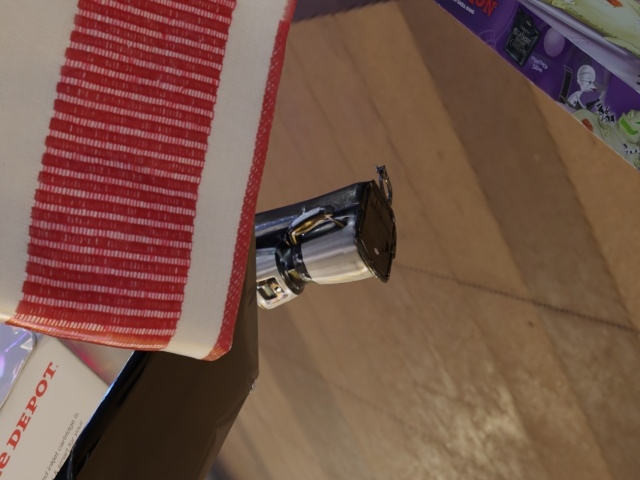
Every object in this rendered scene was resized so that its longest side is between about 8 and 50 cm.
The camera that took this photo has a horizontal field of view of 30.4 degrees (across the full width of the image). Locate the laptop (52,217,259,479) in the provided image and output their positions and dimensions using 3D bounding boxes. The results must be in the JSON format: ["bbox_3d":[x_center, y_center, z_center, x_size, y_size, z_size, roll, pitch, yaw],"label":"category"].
[{"bbox_3d":[-0.139,0.122,0.689,0.264,0.234,0.136,-22,114,33],"label":"laptop"}]

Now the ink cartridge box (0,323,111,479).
[{"bbox_3d":[-0.262,0.210,1.035,0.117,0.201,0.278,12,154,27],"label":"ink cartridge box"}]

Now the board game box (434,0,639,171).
[{"bbox_3d":[0.224,-0.129,0.791,0.347,0.208,0.056,51,133,42],"label":"board game box"}]

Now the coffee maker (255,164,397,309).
[{"bbox_3d":[0.000,0.000,1.496,0.120,0.178,0.171,68,-155,-15],"label":"coffee maker"}]

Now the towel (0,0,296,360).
[{"bbox_3d":[-0.141,-0.091,0.464,0.329,0.237,0.037,19,168,-42],"label":"towel"}]
